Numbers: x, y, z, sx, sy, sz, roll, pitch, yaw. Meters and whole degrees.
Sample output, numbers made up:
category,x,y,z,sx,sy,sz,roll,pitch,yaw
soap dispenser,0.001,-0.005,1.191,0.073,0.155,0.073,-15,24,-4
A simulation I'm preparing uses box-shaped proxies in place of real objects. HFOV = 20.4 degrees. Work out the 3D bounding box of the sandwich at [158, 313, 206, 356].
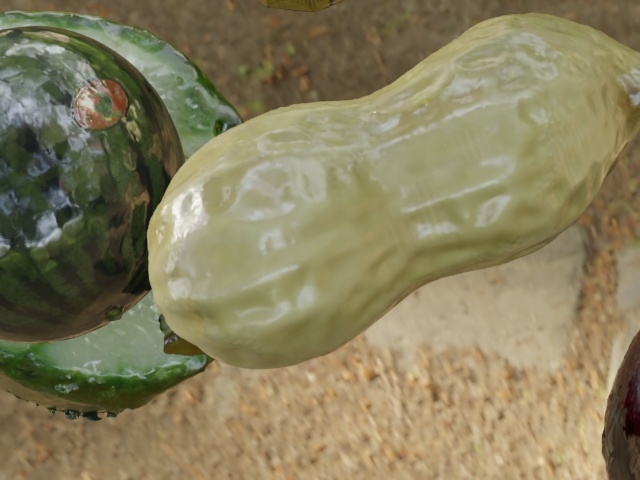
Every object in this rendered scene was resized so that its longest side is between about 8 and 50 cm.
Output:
category,x,y,z,sx,sy,sz,roll,pitch,yaw
sandwich,0.000,0.000,1.211,0.244,0.088,0.090,-42,27,10

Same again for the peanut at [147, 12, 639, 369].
category,x,y,z,sx,sy,sz,roll,pitch,yaw
peanut,0.030,-0.020,0.555,0.187,0.082,0.082,-25,51,-17

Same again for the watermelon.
category,x,y,z,sx,sy,sz,roll,pitch,yaw
watermelon,-0.191,-0.035,1.186,0.212,0.212,0.212,-10,55,14

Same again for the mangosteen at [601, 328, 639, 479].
category,x,y,z,sx,sy,sz,roll,pitch,yaw
mangosteen,0.343,0.147,1.239,0.297,0.293,0.297,0,67,0

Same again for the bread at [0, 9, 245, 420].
category,x,y,z,sx,sy,sz,roll,pitch,yaw
bread,-0.240,-0.015,1.553,0.382,0.129,0.366,-24,83,-13

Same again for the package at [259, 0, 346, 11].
category,x,y,z,sx,sy,sz,roll,pitch,yaw
package,-0.008,-0.234,1.563,0.131,0.071,0.047,-19,79,-6
